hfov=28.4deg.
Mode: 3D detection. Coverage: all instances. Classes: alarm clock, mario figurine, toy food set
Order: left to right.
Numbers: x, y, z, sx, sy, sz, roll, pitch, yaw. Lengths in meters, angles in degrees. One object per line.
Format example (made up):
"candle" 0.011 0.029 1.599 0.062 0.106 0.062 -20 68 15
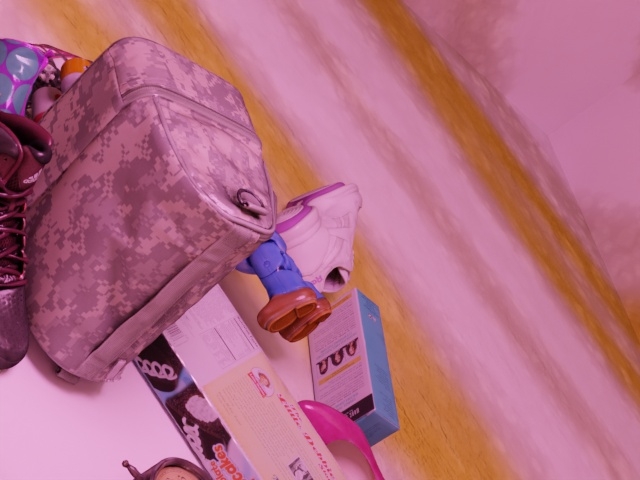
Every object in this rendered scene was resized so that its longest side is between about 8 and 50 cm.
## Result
"toy food set" -0.283 -0.098 1.538 0.232 0.111 0.104 77 1 -47
"alarm clock" -0.138 0.304 1.340 0.192 0.064 0.129 27 35 -44
"mario figurine" -0.123 0.001 1.734 0.170 0.198 0.320 -20 64 -25

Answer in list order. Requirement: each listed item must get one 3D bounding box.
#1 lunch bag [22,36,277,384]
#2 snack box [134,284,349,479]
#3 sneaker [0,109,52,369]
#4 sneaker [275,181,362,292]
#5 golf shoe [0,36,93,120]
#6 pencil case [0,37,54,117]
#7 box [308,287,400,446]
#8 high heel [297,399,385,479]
"lunch bag" -0.201 -0.020 1.375 0.212 0.305 0.256 27 31 -43
"snack box" -0.098 0.212 1.549 0.322 0.060 0.187 56 23 5
"sneaker" -0.323 -0.021 1.270 0.106 0.162 0.281 -12 79 -65
"sneaker" 0.000 0.000 2.016 0.152 0.114 0.305 66 26 -9
"golf shoe" -0.368 -0.203 1.595 0.120 0.105 0.273 37 14 33
"pencil case" -0.361 -0.155 1.454 0.064 0.070 0.152 61 43 -79
"box" 0.044 0.188 1.810 0.060 0.100 0.244 40 27 -33
"high heel" 0.039 0.317 1.646 0.244 0.082 0.117 59 9 -23
